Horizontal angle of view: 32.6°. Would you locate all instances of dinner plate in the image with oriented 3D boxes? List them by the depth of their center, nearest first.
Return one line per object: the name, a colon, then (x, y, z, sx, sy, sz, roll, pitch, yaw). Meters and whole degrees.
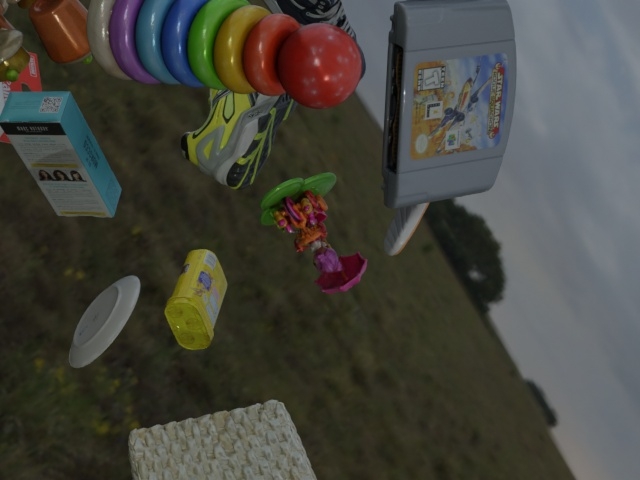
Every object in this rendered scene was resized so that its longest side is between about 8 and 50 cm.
dinner plate: (-0.284, 0.101, 1.410, 0.017, 0.141, 0.141, 38, 14, -25)

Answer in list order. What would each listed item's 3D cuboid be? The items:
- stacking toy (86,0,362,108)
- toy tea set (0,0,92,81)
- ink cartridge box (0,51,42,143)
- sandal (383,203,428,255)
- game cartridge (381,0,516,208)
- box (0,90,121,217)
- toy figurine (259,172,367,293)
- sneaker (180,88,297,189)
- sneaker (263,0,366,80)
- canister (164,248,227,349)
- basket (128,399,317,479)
stacking toy: (-0.098, -0.214, 1.209, 0.330, 0.141, 0.141, 20, -17, 30)
toy tea set: (-0.480, -0.344, 1.782, 0.336, 0.200, 0.124, 48, -9, 48)
ink cartridge box: (-0.656, -0.318, 2.194, 0.239, 0.060, 0.275, 9, 52, -37)
sandal: (0.190, -0.079, 1.774, 0.076, 0.265, 0.102, 31, -9, -15)
game cartridge: (0.185, -0.198, 1.554, 0.062, 0.198, 0.297, -136, -138, -56)
box: (-0.395, -0.128, 1.678, 0.244, 0.101, 0.060, 74, 21, -55)
toy figurine: (0.000, 0.000, 1.562, 0.159, 0.130, 0.173, 58, 11, 13)
sneaker: (-0.123, -0.280, 2.020, 0.147, 0.384, 0.145, 23, -26, 12)
sneaker: (0.017, -0.362, 1.771, 0.153, 0.099, 0.282, 2, -39, 49)
canister: (-0.243, 0.114, 2.172, 0.170, 0.073, 0.126, -76, 154, -50)
basket: (-0.169, 0.510, 1.972, 0.331, 0.328, 0.266, -117, -159, -52)
